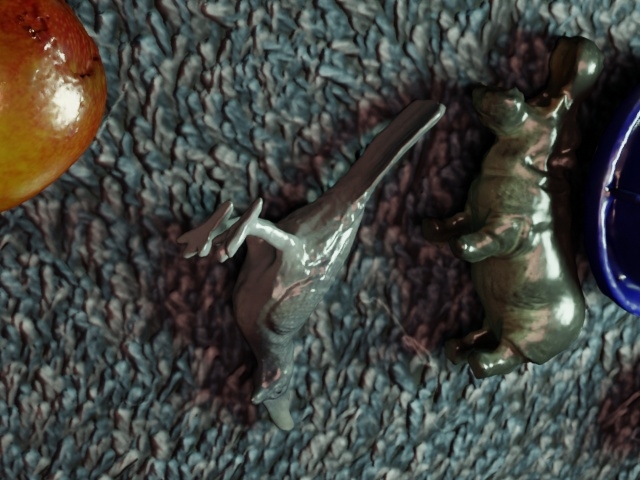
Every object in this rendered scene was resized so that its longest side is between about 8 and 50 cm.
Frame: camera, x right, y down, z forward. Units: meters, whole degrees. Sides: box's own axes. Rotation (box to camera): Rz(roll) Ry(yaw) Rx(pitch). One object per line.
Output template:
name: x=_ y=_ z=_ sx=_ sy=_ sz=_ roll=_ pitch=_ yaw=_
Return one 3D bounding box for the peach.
peach: x=-0.298 y=-0.135 z=1.543 sx=0.231 sy=0.231 sz=0.231 roll=-6 pitch=111 yaw=-16

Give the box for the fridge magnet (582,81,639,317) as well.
fridge magnet: x=0.362 y=-0.048 z=1.821 sx=0.265 sy=0.112 sz=0.265 roll=-18 pitch=117 yaw=-40

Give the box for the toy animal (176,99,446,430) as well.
toy animal: x=-0.032 y=0.008 z=1.746 sx=0.206 sy=0.081 sz=0.367 roll=14 pitch=106 yaw=-42

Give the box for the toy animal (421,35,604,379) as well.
toy animal: x=0.193 y=-0.030 z=1.799 sx=0.168 sy=0.106 sz=0.343 roll=-4 pitch=108 yaw=-23
